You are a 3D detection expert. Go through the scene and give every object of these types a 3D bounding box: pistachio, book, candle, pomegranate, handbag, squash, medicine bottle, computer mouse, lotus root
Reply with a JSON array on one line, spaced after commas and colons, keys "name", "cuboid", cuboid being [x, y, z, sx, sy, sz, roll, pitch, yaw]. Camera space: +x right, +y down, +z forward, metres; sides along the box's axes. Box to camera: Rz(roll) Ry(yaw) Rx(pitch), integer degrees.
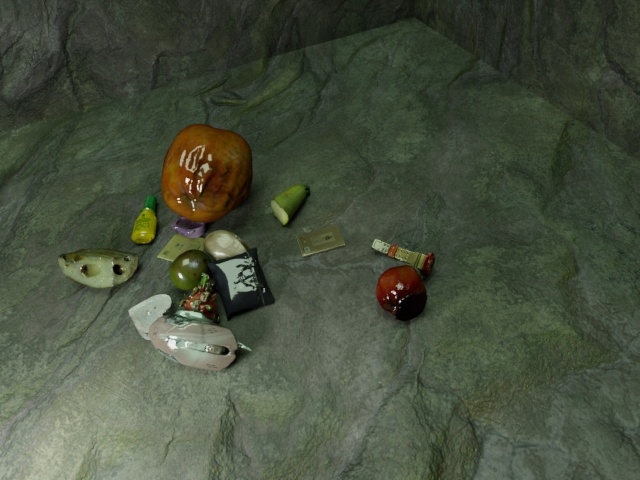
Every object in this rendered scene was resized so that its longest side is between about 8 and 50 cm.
[{"name": "pistachio", "cuboid": [-0.392, 0.045, 1.914, 0.238, 0.153, 0.137, 32, 33, 0]}, {"name": "book", "cuboid": [-0.633, 0.038, 2.059, 0.193, 0.013, 0.168, 14, 51, 20]}, {"name": "candle", "cuboid": [-0.686, 0.304, 1.780, 0.169, 0.068, 0.192, 5, 46, 9]}, {"name": "book", "cuboid": [0.000, 0.000, 1.997, 0.199, 0.016, 0.138, -15, 46, -5]}, {"name": "pomegranate", "cuboid": [-0.535, 0.145, 1.853, 0.179, 0.179, 0.210, -17, 78, -7]}, {"name": "handbag", "cuboid": [-0.320, 0.170, 1.806, 0.211, 0.088, 0.254, -21, 75, -9]}, {"name": "squash", "cuboid": [-0.146, -0.209, 2.148, 0.137, 0.137, 0.287, 14, 47, 21]}, {"name": "medicine bottle", "cuboid": [-0.856, -0.112, 2.190, 0.111, 0.076, 0.308, -8, 47, -2]}, {"name": "computer mouse", "cuboid": [-0.443, 0.372, 1.597, 0.389, 0.115, 0.199, 12, 92, 5]}, {"name": "lotus root", "cuboid": [-0.976, 0.121, 1.963, 0.314, 0.141, 0.210, 7, 11, 21]}]

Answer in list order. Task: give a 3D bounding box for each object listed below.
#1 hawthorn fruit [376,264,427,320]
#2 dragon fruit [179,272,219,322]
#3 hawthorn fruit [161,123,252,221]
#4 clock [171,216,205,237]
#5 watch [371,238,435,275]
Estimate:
[{"name": "hawthorn fruit", "cuboid": [0.311, 0.175, 1.679, 0.190, 0.189, 0.251, 3, 41, 11]}, {"name": "dragon fruit", "cuboid": [-0.474, 0.240, 1.740, 0.137, 0.135, 0.235, -10, 73, -5]}, {"name": "hawthorn fruit", "cuboid": [-0.518, -0.300, 2.066, 0.472, 0.471, 0.471, -4, 47, 5]}, {"name": "clock", "cuboid": [-0.628, -0.058, 2.108, 0.153, 0.050, 0.110, 17, 39, 25]}, {"name": "watch", "cuboid": [0.328, 0.056, 1.795, 0.269, 0.165, 0.102, 22, 90, 15]}]
